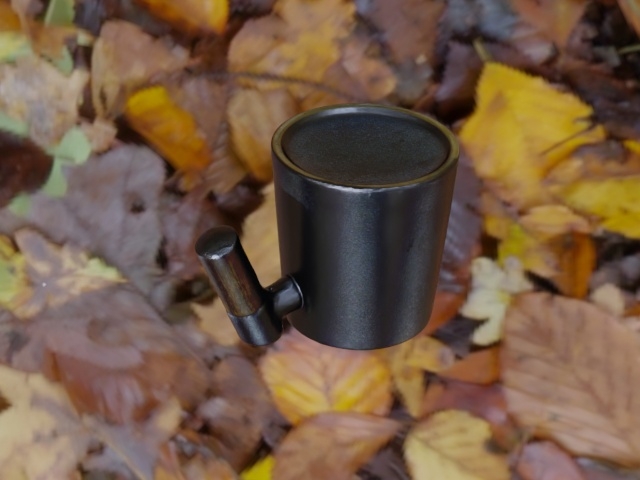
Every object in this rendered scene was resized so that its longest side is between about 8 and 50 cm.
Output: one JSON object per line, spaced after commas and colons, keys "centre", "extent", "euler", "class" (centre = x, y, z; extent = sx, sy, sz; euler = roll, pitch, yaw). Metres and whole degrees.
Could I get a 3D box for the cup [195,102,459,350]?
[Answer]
{"centre": [0.001, -0.009, 1.308], "extent": [0.240, 0.166, 0.177], "euler": [-4, 122, -9], "class": "cup"}
